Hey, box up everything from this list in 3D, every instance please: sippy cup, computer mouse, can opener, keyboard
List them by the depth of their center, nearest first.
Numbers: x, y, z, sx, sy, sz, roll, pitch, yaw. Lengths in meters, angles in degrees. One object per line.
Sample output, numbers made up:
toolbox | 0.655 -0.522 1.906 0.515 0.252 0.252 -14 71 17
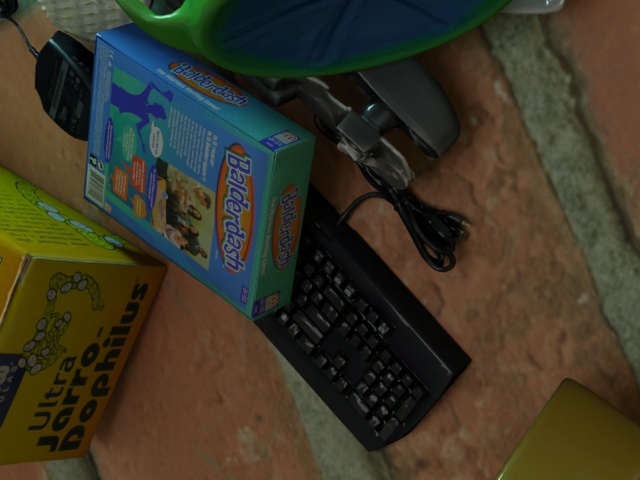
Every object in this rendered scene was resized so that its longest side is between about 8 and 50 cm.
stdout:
sippy cup | 0.005 -0.257 1.191 0.240 0.305 0.224 -41 59 58
can opener | -0.017 -0.152 1.321 0.095 0.076 0.283 -44 80 -9
keyboard | 0.000 0.000 1.388 0.317 0.033 0.201 47 118 19
computer mouse | -0.243 -0.172 1.528 0.242 0.041 0.071 48 135 25

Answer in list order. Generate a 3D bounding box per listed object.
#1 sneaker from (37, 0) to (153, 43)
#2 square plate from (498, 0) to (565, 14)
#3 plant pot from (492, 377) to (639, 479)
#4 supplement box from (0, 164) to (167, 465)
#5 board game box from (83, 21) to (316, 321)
sneaker | -0.161 -0.297 1.414 0.102 0.146 0.293 15 136 6
square plate | 0.040 -0.345 1.308 0.344 0.049 0.347 5 99 32
plant pot | 0.193 0.261 1.178 0.239 0.254 0.254 34 114 9
supplement box | -0.348 0.025 1.507 0.356 0.195 0.194 30 102 27
board game box | -0.101 -0.057 1.385 0.210 0.047 0.160 35 131 31
